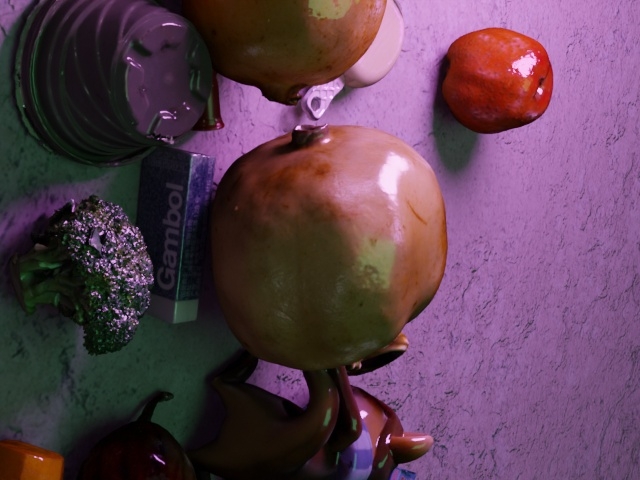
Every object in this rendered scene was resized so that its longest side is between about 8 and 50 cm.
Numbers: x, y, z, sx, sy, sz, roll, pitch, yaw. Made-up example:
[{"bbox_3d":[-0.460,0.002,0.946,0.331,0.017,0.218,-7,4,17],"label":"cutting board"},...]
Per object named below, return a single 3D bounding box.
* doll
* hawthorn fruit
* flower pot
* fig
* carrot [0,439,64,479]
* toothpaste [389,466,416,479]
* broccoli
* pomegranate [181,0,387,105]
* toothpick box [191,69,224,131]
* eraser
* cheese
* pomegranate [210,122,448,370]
[{"bbox_3d":[-0.015,0.264,1.602,0.340,0.209,0.318,18,119,-47],"label":"doll"},{"bbox_3d":[0.287,-0.259,1.796,0.189,0.189,0.189,-16,112,-45],"label":"hawthorn fruit"},{"bbox_3d":[-0.217,-0.189,1.272,0.235,0.140,0.235,-18,115,-44],"label":"flower pot"},{"bbox_3d":[-0.228,0.288,1.382,0.148,0.149,0.202,7,80,-31],"label":"fig"},{"bbox_3d":[-0.383,0.376,1.255,0.114,0.114,0.302,28,81,-48],"label":"carrot"},{"bbox_3d":[0.078,0.502,1.842,0.053,0.066,0.272,31,76,-47],"label":"toothpaste"},{"bbox_3d":[-0.265,0.039,1.266,0.156,0.195,0.195,-9,108,-26],"label":"broccoli"},{"bbox_3d":[-0.041,-0.296,1.348,0.264,0.264,0.264,-16,112,-45],"label":"pomegranate"},{"bbox_3d":[-0.148,-0.184,1.420,0.047,0.047,0.083,-20,113,-44],"label":"toothpick box"},{"bbox_3d":[-0.186,-0.010,1.391,0.046,0.092,0.212,-4,104,-49],"label":"eraser"},{"bbox_3d":[0.040,-0.263,1.599,0.227,0.064,0.137,-57,132,-23],"label":"cheese"},{"bbox_3d":[0.000,0.000,1.425,0.332,0.332,0.332,-16,112,-45],"label":"pomegranate"}]
